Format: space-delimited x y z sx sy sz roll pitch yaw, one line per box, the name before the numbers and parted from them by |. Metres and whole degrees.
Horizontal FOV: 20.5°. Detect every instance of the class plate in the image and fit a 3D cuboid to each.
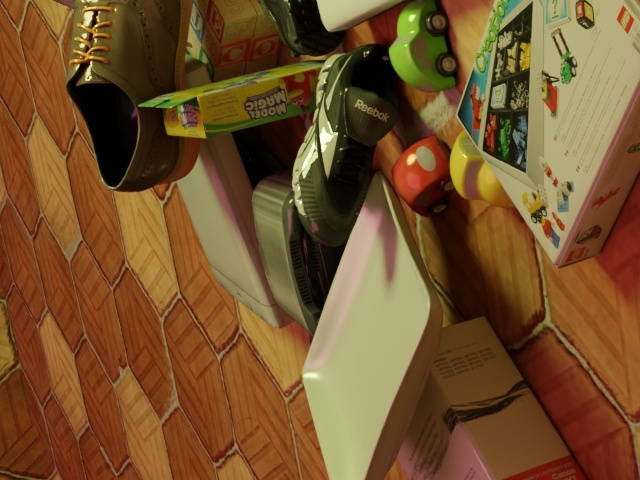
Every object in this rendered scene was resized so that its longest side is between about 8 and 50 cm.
plate | 0.058 0.109 1.819 0.277 0.045 0.278 -107 31 -58

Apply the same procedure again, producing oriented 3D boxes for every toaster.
toaster | 0.000 0.000 2.028 0.146 0.129 0.227 22 129 65

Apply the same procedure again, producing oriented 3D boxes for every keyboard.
keyboard | -0.080 -0.041 2.319 0.317 0.033 0.202 52 150 44

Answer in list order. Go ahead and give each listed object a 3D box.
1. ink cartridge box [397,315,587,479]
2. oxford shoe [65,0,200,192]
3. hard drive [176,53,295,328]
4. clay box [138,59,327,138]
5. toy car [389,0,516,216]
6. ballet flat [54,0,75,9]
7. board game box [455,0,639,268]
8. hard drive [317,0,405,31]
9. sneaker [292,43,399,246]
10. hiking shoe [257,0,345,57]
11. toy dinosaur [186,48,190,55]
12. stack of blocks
ink cartridge box | 0.165 0.224 1.830 0.237 0.100 0.172 60 153 28
oxford shoe | -0.228 -0.233 2.027 0.130 0.132 0.364 -6 101 32
hard drive | -0.139 -0.076 2.257 0.233 0.047 0.353 33 146 62
clay box | -0.083 -0.157 1.984 0.127 0.222 0.053 11 116 66
toy car | 0.111 -0.130 1.770 0.239 0.053 0.225 -4 102 67
ballet flat | -0.234 -0.439 2.086 0.139 0.139 0.400 54 127 40
board game box | 0.213 -0.141 1.520 0.193 0.053 0.305 60 154 28
hard drive | 0.057 -0.340 1.751 0.318 0.040 0.210 168 89 -68
sneaker | 0.031 -0.110 1.851 0.106 0.078 0.234 -32 42 56
hiking shoe | -0.051 -0.311 1.980 0.114 0.086 0.227 -1 106 64
toy dinosaur | -0.200 -0.200 2.453 0.118 0.064 0.268 43 147 40
stack of blocks | -0.151 -0.328 2.203 0.297 0.087 0.171 60 155 29
